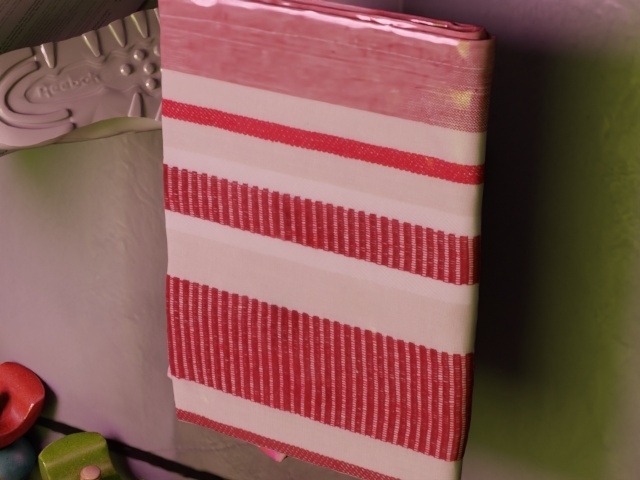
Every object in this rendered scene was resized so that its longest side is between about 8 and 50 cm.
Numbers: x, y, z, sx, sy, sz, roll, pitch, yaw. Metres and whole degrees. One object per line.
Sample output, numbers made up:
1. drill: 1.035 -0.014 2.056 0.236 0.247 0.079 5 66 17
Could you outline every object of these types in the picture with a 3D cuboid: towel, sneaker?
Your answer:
1. towel: 0.000 0.000 1.120 0.237 0.037 0.329 15 117 28
2. sneaker: -0.158 -0.115 1.253 0.095 0.235 0.090 -18 81 63

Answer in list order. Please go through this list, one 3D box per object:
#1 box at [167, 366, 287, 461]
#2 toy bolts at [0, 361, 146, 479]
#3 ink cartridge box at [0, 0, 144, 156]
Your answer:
1. box: 0.001 0.017 1.231 0.122 0.128 0.257 36 125 22
2. toy bolts: -0.287 0.244 1.509 0.228 0.218 0.158 41 136 40
3. ink cartridge box: -0.272 -0.139 1.247 0.071 0.330 0.324 54 129 8
